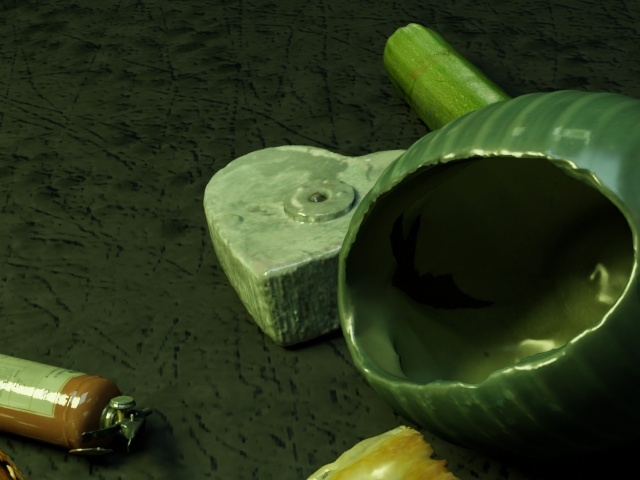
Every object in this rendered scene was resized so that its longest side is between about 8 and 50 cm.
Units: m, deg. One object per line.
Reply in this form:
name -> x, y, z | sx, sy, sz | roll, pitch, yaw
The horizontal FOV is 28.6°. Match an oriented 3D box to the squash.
squash -> 0.108, -0.112, 0.995 | 0.066, 0.066, 0.229 | -16, 34, -10

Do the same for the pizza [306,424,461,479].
pizza -> 0.005, 0.235, 0.396 | 0.406, 0.130, 0.440 | -3, 31, 49

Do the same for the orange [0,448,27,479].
orange -> -0.233, 0.165, 0.558 | 0.234, 0.182, 0.234 | -8, 24, 3

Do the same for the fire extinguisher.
fire extinguisher -> -0.174, 0.099, 0.761 | 0.177, 0.050, 0.062 | 9, 11, 26

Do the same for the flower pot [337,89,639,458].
flower pot -> 0.118, 0.020, 0.667 | 0.157, 0.189, 0.243 | 4, -12, -37

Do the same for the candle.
candle -> 0.000, 0.000, 0.853 | 0.192, 0.068, 0.168 | 2, 36, 24
